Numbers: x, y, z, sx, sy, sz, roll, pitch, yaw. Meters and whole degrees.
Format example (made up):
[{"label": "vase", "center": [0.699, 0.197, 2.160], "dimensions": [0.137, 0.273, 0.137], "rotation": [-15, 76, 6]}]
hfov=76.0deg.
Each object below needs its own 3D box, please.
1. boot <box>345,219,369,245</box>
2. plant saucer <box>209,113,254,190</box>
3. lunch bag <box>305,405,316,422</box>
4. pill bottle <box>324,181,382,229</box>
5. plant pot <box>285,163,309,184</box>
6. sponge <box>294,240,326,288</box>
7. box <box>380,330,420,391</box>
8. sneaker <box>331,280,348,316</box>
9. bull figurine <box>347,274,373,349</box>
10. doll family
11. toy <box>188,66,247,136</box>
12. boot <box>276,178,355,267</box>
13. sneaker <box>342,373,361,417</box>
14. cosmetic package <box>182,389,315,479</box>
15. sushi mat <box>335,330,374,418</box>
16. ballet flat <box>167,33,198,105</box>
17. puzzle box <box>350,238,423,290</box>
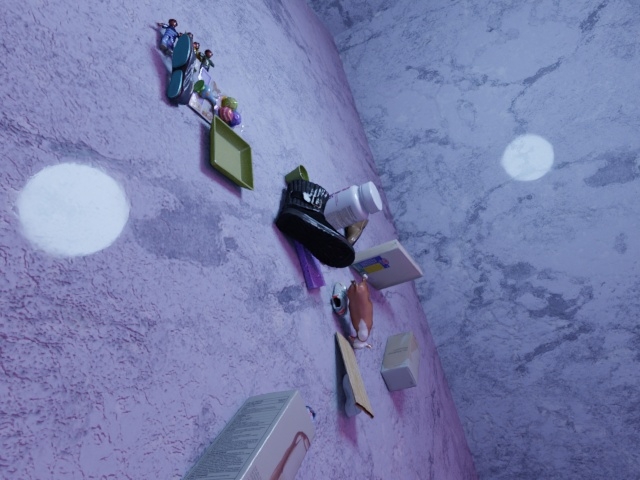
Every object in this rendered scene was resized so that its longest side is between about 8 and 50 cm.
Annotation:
[{"label": "boot", "center": [0.158, -0.053, 2.117], "dimensions": [0.115, 0.112, 0.305], "rotation": [36, 32, -3]}, {"label": "plant saucer", "center": [-0.284, -0.263, 1.280], "dimensions": [0.188, 0.045, 0.188], "rotation": [36, 40, -54]}, {"label": "lunch bag", "center": [-0.060, 0.488, 1.129], "dimensions": [0.083, 0.071, 0.053], "rotation": [28, 42, -56]}, {"label": "pill bottle", "center": [0.115, -0.146, 1.799], "dimensions": [0.160, 0.283, 0.160], "rotation": [50, 29, -41]}, {"label": "plant pot", "center": [-0.099, -0.258, 1.665], "dimensions": [0.083, 0.079, 0.083], "rotation": [50, 29, -42]}, {"label": "sponge", "center": [-0.041, 0.081, 1.577], "dimensions": [0.117, 0.031, 0.210], "rotation": [5, 67, -66]}, {"label": "box", "center": [0.404, 0.594, 2.034], "dimensions": [0.121, 0.148, 0.311], "rotation": [64, 21, -11]}, {"label": "sneaker", "center": [0.078, 0.230, 1.692], "dimensions": [0.075, 0.057, 0.161], "rotation": [53, 29, -48]}, {"label": "bull figurine", "center": [0.166, 0.295, 1.696], "dimensions": [0.188, 0.101, 0.310], "rotation": [-74, 162, -69]}, {"label": "doll family", "center": [-0.402, -0.581, 1.233], "dimensions": [0.193, 0.076, 0.111], "rotation": [39, 56, -60]}, {"label": "toy", "center": [-0.303, -0.420, 1.304], "dimensions": [0.237, 0.056, 0.136], "rotation": [36, 62, -53]}, {"label": "boot", "center": [0.002, -0.074, 1.570], "dimensions": [0.348, 0.131, 0.260], "rotation": [38, 33, -17]}, {"label": "sneaker", "center": [0.120, 0.564, 1.502], "dimensions": [0.054, 0.061, 0.152], "rotation": [39, 36, -49]}, {"label": "cosmetic package", "center": [-0.139, 0.460, 0.862], "dimensions": [0.129, 0.153, 0.296], "rotation": [69, 23, -7]}, {"label": "sushi mat", "center": [0.123, 0.492, 1.522], "dimensions": [0.151, 0.019, 0.316], "rotation": [51, 13, -36]}, {"label": "ballet flat", "center": [-0.384, -0.475, 1.159], "dimensions": [0.074, 0.074, 0.203], "rotation": [25, 68, -61]}, {"label": "puzzle box", "center": [0.340, 0.136, 2.105], "dimensions": [0.409, 0.272, 0.052], "rotation": [41, 36, -51]}]
